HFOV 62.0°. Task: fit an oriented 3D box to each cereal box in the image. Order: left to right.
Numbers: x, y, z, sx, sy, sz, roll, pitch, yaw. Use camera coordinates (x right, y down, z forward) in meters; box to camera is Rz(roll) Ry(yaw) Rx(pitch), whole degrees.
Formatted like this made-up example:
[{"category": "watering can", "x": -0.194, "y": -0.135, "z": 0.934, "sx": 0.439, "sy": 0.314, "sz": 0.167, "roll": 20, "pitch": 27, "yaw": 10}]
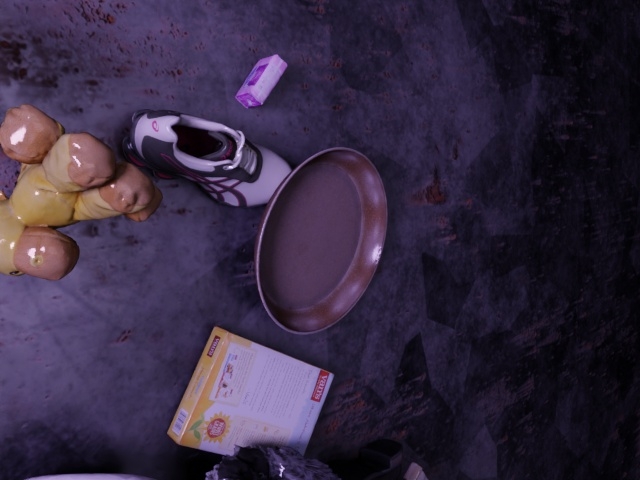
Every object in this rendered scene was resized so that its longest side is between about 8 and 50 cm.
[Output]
[{"category": "cereal box", "x": -0.099, "y": 0.257, "z": 0.849, "sx": 0.240, "sy": 0.047, "sz": 0.173, "roll": 33, "pitch": 75, "yaw": -37}]

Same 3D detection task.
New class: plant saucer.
[{"category": "plant saucer", "x": 0.000, "y": 0.000, "z": 0.875, "sx": 0.311, "sy": 0.050, "sz": 0.310, "roll": -23, "pitch": 121, "yaw": -44}]

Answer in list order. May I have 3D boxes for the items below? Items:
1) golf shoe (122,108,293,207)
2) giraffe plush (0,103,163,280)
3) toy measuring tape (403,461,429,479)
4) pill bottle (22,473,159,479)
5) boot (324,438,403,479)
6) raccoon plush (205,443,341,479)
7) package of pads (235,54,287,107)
[{"category": "golf shoe", "x": -0.132, "y": -0.108, "z": 0.753, "sx": 0.273, "sy": 0.120, "sz": 0.105, "roll": 12, "pitch": 84, "yaw": -41}, {"category": "giraffe plush", "x": -0.304, "y": -0.033, "z": 0.581, "sx": 0.170, "sy": 0.210, "sz": 0.181, "roll": -62, "pitch": 151, "yaw": -11}, {"category": "toy measuring tape", "x": 0.225, "y": 0.560, "z": 1.100, "sx": 0.121, "sy": 0.121, "sz": 0.330, "roll": -46, "pitch": 116, "yaw": -27}, {"category": "pill bottle", "x": -0.267, "y": 0.428, "z": 0.563, "sx": 0.176, "sy": 0.176, "sz": 0.318, "roll": 26, "pitch": 48, "yaw": -38}, {"category": "boot", "x": 0.082, "y": 0.518, "z": 0.989, "sx": 0.263, "sy": 0.091, "sz": 0.229, "roll": -7, "pitch": 97, "yaw": -41}, {"category": "raccoon plush", "x": -0.037, "y": 0.484, "z": 0.687, "sx": 0.216, "sy": 0.446, "sz": 0.299, "roll": 12, "pitch": 97, "yaw": -59}, {"category": "package of pads", "x": -0.091, "y": -0.245, "z": 0.819, "sx": 0.032, "sy": 0.050, "sz": 0.083, "roll": 41, "pitch": 67, "yaw": -34}]
